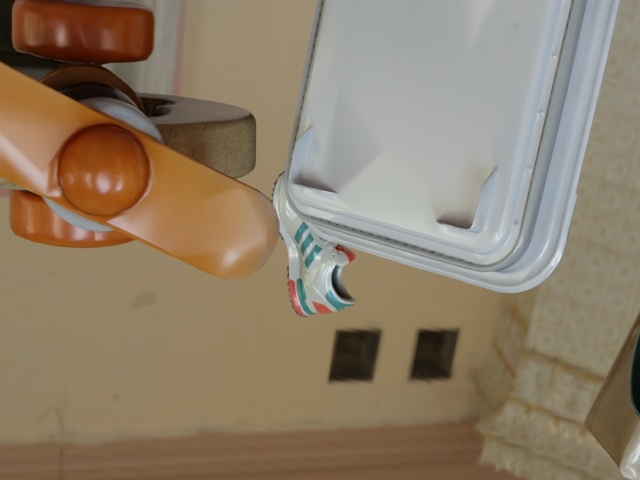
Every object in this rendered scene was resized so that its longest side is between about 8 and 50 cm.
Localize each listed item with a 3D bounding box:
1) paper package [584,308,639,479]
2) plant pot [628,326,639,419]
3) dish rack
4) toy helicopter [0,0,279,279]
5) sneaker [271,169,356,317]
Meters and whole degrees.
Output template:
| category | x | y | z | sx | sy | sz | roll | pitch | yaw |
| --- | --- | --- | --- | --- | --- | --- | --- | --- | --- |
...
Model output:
| category | x | y | z | sx | sy | sz | roll | pitch | yaw |
| --- | --- | --- | --- | --- | --- | --- | --- | --- | --- |
| paper package | 0.556 | 0.188 | 1.560 | 0.309 | 0.325 | 0.168 | 23 | -171 | -9 |
| plant pot | 0.496 | 0.102 | 1.308 | 0.196 | 0.293 | 0.293 | 24 | -157 | -3 |
| dish rack | 0.089 | -0.142 | 0.985 | 0.285 | 0.333 | 0.072 | 17 | -172 | 39 |
| toy helicopter | -0.180 | -0.041 | 0.581 | 0.355 | 0.140 | 0.235 | -8 | -160 | -41 |
| sneaker | 0.000 | 0.000 | 1.257 | 0.075 | 0.161 | 0.057 | -5 | -171 | 27 |
